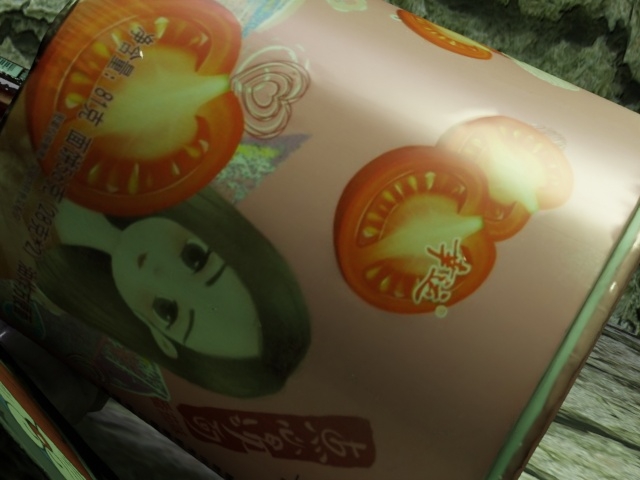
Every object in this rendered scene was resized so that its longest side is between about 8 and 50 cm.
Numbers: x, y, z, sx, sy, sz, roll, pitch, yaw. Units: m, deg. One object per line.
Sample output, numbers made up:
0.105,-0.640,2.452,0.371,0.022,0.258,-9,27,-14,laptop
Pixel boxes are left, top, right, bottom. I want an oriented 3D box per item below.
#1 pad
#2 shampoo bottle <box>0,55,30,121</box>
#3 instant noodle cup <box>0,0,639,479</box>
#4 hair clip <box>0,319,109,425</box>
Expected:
-0.131,0.025,0.529,0.245,0.006,0.170,54,-6,-18,pad
-0.316,-0.143,1.726,0.323,0.084,0.129,25,7,-9,shampoo bottle
0.000,0.000,0.640,0.231,0.243,0.243,30,6,7,instant noodle cup
-0.170,0.016,0.778,0.173,0.069,0.300,26,5,-5,hair clip
